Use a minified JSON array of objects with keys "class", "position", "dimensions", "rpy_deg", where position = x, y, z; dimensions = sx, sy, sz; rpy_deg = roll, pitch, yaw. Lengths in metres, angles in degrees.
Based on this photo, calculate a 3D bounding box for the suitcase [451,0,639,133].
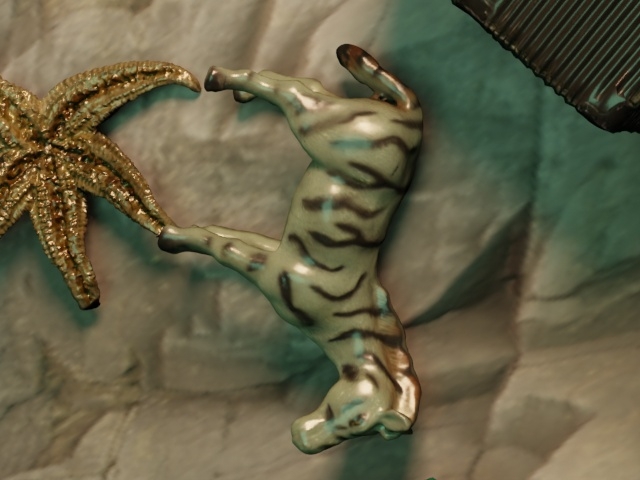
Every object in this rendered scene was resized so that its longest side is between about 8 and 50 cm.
[{"class":"suitcase","position":[0.198,-0.249,1.019],"dimensions":[0.229,0.152,0.335],"rpy_deg":[43,109,13]}]

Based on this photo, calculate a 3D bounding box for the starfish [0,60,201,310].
[{"class":"starfish","position":[-0.188,-0.062,1.242],"dimensions":[0.238,0.057,0.213],"rpy_deg":[42,98,5]}]

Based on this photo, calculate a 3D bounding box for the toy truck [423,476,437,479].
[{"class":"toy truck","position":[-0.010,0.289,1.140],"dimensions":[0.363,0.178,0.176],"rpy_deg":[-40,71,20]}]

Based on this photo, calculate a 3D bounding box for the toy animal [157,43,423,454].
[{"class":"toy animal","position":[-0.017,0.002,1.169],"dimensions":[0.170,0.090,0.255],"rpy_deg":[2,99,15]}]
